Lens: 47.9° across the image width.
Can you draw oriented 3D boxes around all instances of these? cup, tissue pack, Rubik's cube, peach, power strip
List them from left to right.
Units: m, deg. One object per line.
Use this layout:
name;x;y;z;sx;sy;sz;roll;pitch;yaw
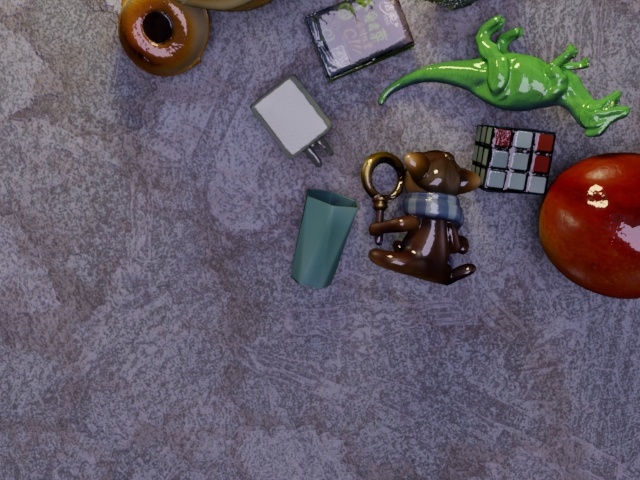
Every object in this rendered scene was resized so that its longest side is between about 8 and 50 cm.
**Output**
power strip;-0.053;-0.286;1.793;0.139;0.140;0.224;-37;101;5
cup;0.000;0.000;1.852;0.148;0.134;0.235;7;107;-31
tissue pack;0.096;-0.516;1.784;0.235;0.073;0.173;-23;101;3
Rubik's cube;0.478;-0.203;1.809;0.162;0.160;0.163;6;101;-3
peach;0.737;-0.032;1.741;0.388;0.388;0.388;0;101;-1

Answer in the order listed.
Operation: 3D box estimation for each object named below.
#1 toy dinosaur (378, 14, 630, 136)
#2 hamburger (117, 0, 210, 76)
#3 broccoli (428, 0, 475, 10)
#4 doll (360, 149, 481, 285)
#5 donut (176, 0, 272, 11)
toy dinosaur;0.436;-0.329;1.767;0.500;0.144;0.374;-30;78;16
hamburger;-0.377;-0.509;1.739;0.237;0.147;0.237;1;107;3
broccoli;0.333;-0.663;1.715;0.176;0.198;0.226;5;70;30
doll;0.252;-0.061;1.812;0.318;0.209;0.339;7;98;-7
donut;-0.169;-0.680;1.588;0.449;0.449;0.198;-39;140;6
